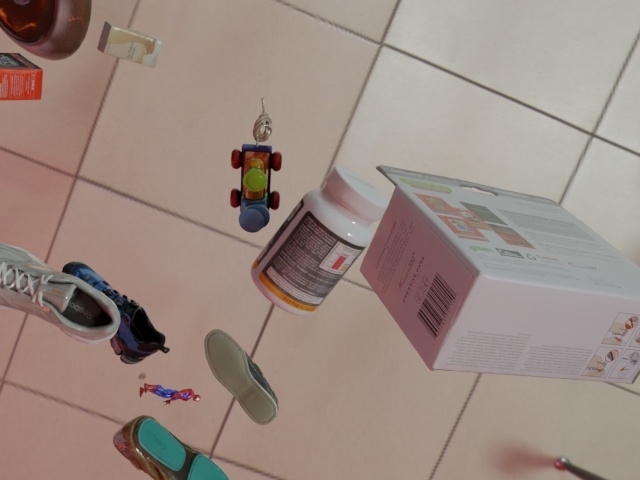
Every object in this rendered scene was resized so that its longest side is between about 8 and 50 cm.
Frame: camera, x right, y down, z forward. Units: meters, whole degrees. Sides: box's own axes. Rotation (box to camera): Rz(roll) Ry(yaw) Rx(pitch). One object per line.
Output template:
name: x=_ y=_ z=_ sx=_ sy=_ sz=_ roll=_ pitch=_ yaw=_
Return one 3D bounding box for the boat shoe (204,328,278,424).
boat shoe: x=-0.167 y=0.287 z=1.668 sx=0.081 sy=0.068 sz=0.228 roll=-35 pitch=84 yaw=3

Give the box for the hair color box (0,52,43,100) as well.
hair color box: x=-0.421 y=-0.200 z=0.959 sx=0.141 sy=0.072 sz=0.043 roll=-12 pitch=124 yaw=-44

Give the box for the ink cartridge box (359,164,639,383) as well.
ink cartridge box: x=0.224 y=0.038 z=0.975 sx=0.309 sy=0.272 sz=0.130 roll=9 pitch=117 yaw=-27

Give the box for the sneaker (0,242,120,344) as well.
sneaker: x=-0.401 y=0.067 z=1.128 sx=0.262 sy=0.121 sz=0.099 roll=25 pitch=72 yaw=-20

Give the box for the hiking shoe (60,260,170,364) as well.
hiking shoe: x=-0.485 y=0.157 z=1.875 sx=0.132 sy=0.113 sz=0.304 roll=-22 pitch=116 yaw=34

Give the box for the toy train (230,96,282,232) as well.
toy train: x=-0.129 y=-0.148 z=1.575 sx=0.105 sy=0.143 sz=0.248 roll=3 pitch=115 yaw=-3

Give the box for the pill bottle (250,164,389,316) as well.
pill bottle: x=0.000 y=0.000 z=1.536 sx=0.162 sy=0.162 sz=0.278 roll=36 pitch=108 yaw=-9

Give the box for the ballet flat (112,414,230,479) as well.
ballet flat: x=-0.319 y=0.499 z=1.702 sx=0.124 sy=0.116 sz=0.342 roll=-19 pitch=127 yaw=35

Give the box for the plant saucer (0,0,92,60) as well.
plant saucer: x=-0.523 y=-0.469 z=1.393 sx=0.310 sy=0.050 sz=0.310 roll=18 pitch=122 yaw=31

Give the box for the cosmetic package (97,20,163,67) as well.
cosmetic package: x=-0.381 y=-0.392 z=1.580 sx=0.115 sy=0.041 sz=0.060 roll=7 pitch=110 yaw=-39

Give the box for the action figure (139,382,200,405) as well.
action figure: x=-0.274 y=0.285 z=1.455 sx=0.115 sy=0.030 sz=0.038 roll=12 pitch=140 yaw=-32
